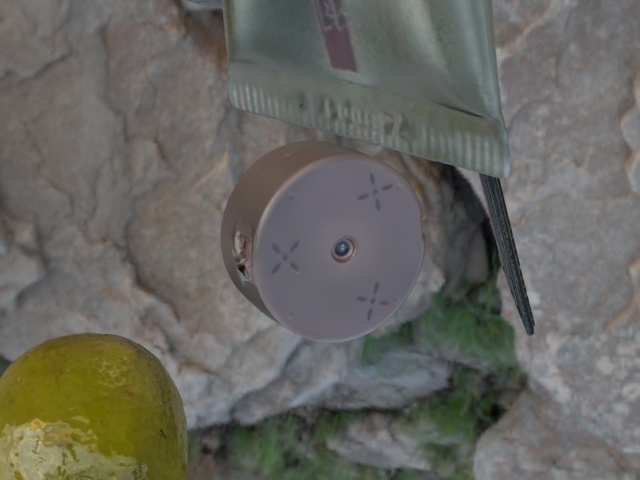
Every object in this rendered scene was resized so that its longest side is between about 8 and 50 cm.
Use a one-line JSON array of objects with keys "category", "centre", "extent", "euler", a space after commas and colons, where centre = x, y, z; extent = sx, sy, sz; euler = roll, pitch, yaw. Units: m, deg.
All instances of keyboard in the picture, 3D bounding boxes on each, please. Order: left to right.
[{"category": "keyboard", "centre": [0.149, -0.060, 1.026], "extent": [0.041, 0.103, 0.381], "euler": [-22, 133, 10]}]

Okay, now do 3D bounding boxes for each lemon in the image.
[{"category": "lemon", "centre": [-0.282, 0.244, 1.335], "extent": [0.260, 0.284, 0.260], "euler": [14, 150, 8]}]

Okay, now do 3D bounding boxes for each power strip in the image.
[{"category": "power strip", "centre": [0.000, 0.000, 0.871], "extent": [0.154, 0.154, 0.078], "euler": [41, 175, -28]}]

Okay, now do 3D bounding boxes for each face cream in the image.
[{"category": "face cream", "centre": [0.000, -0.187, 0.349], "extent": [0.137, 0.084, 0.341], "euler": [18, 127, 36]}]

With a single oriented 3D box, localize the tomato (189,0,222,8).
[{"category": "tomato", "centre": [-0.057, -0.346, 0.920], "extent": [0.316, 0.317, 0.283], "euler": [-16, 113, 33]}]
